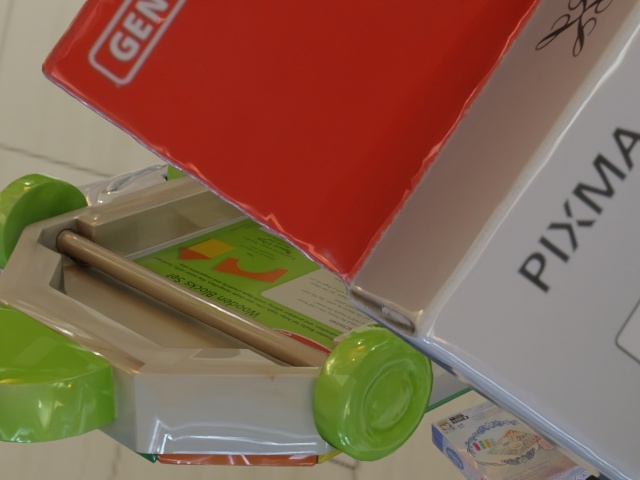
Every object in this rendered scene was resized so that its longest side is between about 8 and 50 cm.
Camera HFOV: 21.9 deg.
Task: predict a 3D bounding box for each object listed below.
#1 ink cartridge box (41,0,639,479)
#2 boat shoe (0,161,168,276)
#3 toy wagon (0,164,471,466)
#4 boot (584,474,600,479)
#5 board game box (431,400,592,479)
[{"bbox_3d":[0.095,-0.088,0.484,0.275,0.239,0.060,-56,26,-3],"label":"ink cartridge box"},{"bbox_3d":[-0.107,-0.006,1.003,0.084,0.258,0.095,-16,104,39],"label":"boat shoe"},{"bbox_3d":[-0.047,0.028,0.775,0.267,0.344,0.068,22,123,43],"label":"toy wagon"},{"bbox_3d":[0.163,0.142,0.961,0.207,0.094,0.246,-59,16,-14],"label":"boot"},{"bbox_3d":[0.135,0.137,1.108,0.090,0.090,0.020,44,146,51],"label":"board game box"}]
